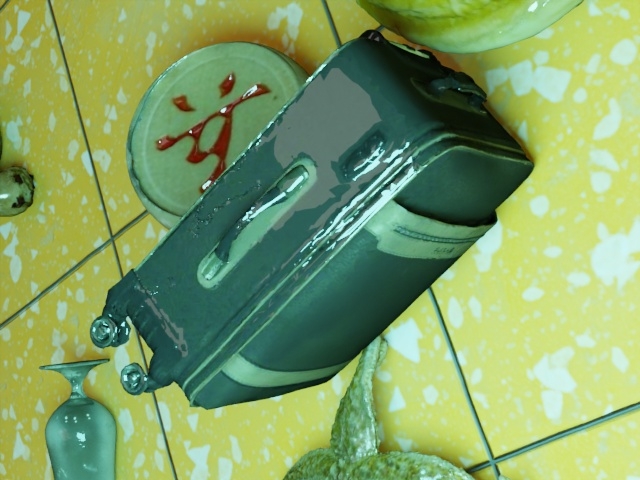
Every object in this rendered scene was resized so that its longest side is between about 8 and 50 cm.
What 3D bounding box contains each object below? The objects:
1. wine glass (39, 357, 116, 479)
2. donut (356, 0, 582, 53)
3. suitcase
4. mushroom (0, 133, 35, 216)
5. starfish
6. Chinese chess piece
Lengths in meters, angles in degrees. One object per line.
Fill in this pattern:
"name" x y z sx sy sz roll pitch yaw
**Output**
"wine glass" -0.344 0.289 1.466 0.103 0.103 0.231 -8 86 42
"donut" 0.149 -0.404 0.984 0.449 0.198 0.448 -3 85 40
"suitcase" 0.000 0.000 1.016 0.434 0.283 0.194 -46 68 21
"mushroom" -0.614 -0.130 1.635 0.254 0.267 0.267 -13 80 41
"starfish" 0.058 0.265 1.108 0.375 0.094 0.327 -2 89 47
"Chinese chess piece" -0.107 -0.113 1.207 0.250 0.103 0.249 -8 67 19
